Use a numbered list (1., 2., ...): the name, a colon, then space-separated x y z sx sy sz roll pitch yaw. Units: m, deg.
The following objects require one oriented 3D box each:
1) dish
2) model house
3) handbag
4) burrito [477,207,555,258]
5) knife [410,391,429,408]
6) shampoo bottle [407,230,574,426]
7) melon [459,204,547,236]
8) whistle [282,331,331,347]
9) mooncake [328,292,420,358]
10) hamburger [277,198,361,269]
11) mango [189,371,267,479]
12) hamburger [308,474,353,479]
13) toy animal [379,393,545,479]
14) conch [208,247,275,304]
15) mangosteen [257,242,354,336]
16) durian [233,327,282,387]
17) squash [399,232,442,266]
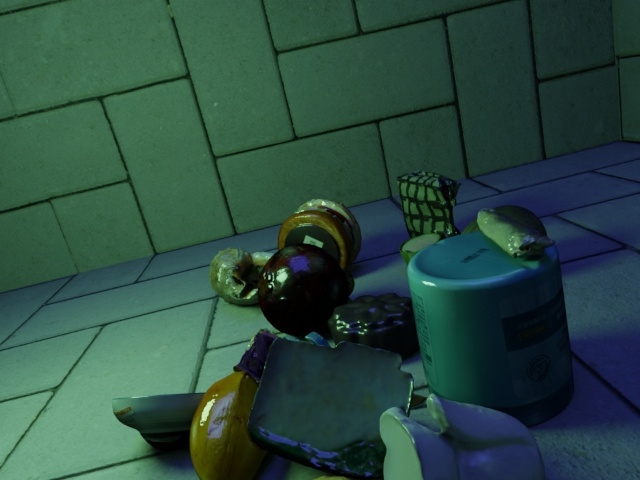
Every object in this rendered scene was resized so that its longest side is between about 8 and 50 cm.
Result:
1. dish: -0.375 0.451 1.285 0.273 0.134 0.273 -3 -16 -1
2. model house: 0.035 0.356 1.094 0.298 0.243 0.284 11 -21 11
3. handbag: 0.462 -0.113 2.118 0.162 0.325 0.327 -19 17 -11
4. burrito: 0.408 -0.017 1.124 0.082 0.059 0.275 -7 16 -3
5. knife: 0.128 0.369 1.229 0.256 0.046 0.022 2 -9 10
6. shampoo bottle: 0.383 0.184 1.181 0.331 0.343 0.331 -13 16 4
7. melon: 0.604 0.014 1.742 0.329 0.249 0.248 -24 19 -21
8. whistle: 0.008 0.328 1.324 0.269 0.180 0.093 33 49 21
9. mooncake: 0.163 0.245 1.516 0.283 0.141 0.283 -10 15 3
10. hamburger: 0.000 0.000 2.126 0.330 0.330 0.250 -6 23 23
11. mango: -0.203 0.436 1.143 0.138 0.187 0.257 -42 12 31
12. hamburger: 0.014 0.484 0.883 0.162 0.115 0.162 -15 17 5
13. toy animal: 0.250 0.394 0.861 0.265 0.272 0.206 5 -13 -17
14. conch: -0.285 0.163 2.052 0.297 0.210 0.352 -15 37 -8
15. mangosteen: -0.035 0.167 1.707 0.359 0.306 0.306 14 -2 -36
16. durian: -0.167 0.357 1.402 0.186 0.154 0.260 -48 4 30
17. squash: 0.392 0.052 1.987 0.170 0.123 0.170 -13 17 4
